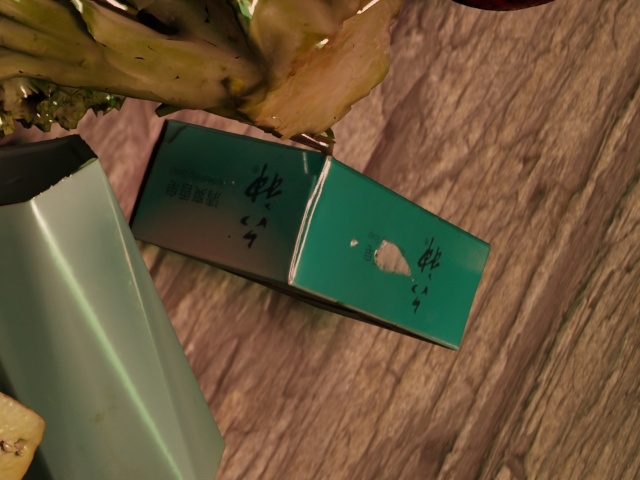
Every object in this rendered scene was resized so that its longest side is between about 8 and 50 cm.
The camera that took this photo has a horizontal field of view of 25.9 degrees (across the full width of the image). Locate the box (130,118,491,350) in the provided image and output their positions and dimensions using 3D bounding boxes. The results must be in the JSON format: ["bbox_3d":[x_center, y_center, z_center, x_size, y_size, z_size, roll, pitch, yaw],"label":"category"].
[{"bbox_3d":[0.000,0.000,1.024,0.245,0.153,0.092,25,81,-53],"label":"box"}]

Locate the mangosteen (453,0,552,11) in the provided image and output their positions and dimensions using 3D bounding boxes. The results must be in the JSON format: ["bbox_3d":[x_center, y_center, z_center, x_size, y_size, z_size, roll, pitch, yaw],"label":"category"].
[{"bbox_3d":[0.146,-0.281,1.093,0.210,0.209,0.210,-23,120,-48],"label":"mangosteen"}]

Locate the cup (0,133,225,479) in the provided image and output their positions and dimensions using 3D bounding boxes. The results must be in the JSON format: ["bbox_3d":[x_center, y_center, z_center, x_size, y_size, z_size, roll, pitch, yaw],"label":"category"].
[{"bbox_3d":[-0.160,0.061,0.860,0.148,0.134,0.236,-24,115,-17],"label":"cup"}]

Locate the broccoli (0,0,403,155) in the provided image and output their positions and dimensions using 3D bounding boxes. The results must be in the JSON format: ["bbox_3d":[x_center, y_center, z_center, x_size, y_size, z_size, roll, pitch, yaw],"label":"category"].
[{"bbox_3d":[-0.084,-0.167,0.751,0.321,0.283,0.304,-48,159,8],"label":"broccoli"}]

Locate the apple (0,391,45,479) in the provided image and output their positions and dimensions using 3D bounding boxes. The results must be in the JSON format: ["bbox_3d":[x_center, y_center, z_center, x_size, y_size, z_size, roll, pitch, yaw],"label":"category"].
[{"bbox_3d":[-0.286,0.108,0.710,0.193,0.120,0.265,-55,139,-6],"label":"apple"}]
